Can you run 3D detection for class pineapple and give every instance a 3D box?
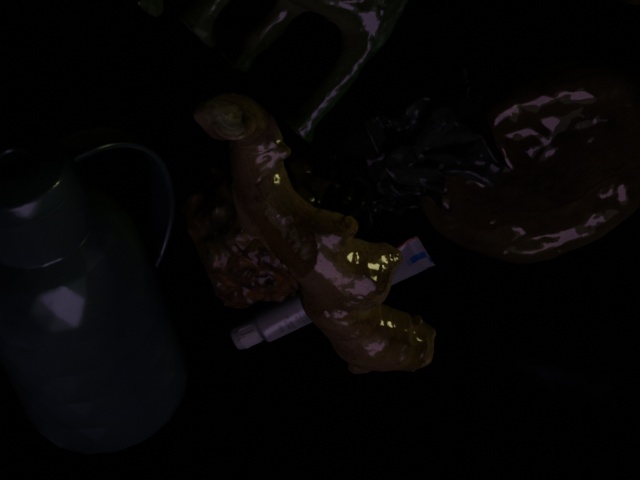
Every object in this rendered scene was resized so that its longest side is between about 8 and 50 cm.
[{"bbox_3d":[0.019,-0.040,1.123,0.248,0.128,0.128,-24,140,8],"label":"pineapple"}]

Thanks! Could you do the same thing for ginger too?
[{"bbox_3d":[0.000,0.000,1.038,0.089,0.075,0.288,-22,123,18],"label":"ginger"}]

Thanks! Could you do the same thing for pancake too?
[{"bbox_3d":[0.198,-0.053,1.215,0.242,0.050,0.242,-7,141,-6],"label":"pancake"}]

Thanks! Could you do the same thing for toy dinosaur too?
[{"bbox_3d":[0.036,-0.221,0.951,0.301,0.087,0.447,-44,127,10],"label":"toy dinosaur"}]

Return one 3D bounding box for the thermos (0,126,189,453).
[{"bbox_3d":[-0.184,0.027,1.138,0.182,0.145,0.286,-38,146,-22],"label":"thermos"}]

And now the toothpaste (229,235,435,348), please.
[{"bbox_3d":[0.008,0.048,1.302,0.190,0.031,0.048,-25,137,9],"label":"toothpaste"}]

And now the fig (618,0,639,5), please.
[{"bbox_3d":[0.208,-0.262,0.896,0.151,0.151,0.259,-16,137,2],"label":"fig"}]
